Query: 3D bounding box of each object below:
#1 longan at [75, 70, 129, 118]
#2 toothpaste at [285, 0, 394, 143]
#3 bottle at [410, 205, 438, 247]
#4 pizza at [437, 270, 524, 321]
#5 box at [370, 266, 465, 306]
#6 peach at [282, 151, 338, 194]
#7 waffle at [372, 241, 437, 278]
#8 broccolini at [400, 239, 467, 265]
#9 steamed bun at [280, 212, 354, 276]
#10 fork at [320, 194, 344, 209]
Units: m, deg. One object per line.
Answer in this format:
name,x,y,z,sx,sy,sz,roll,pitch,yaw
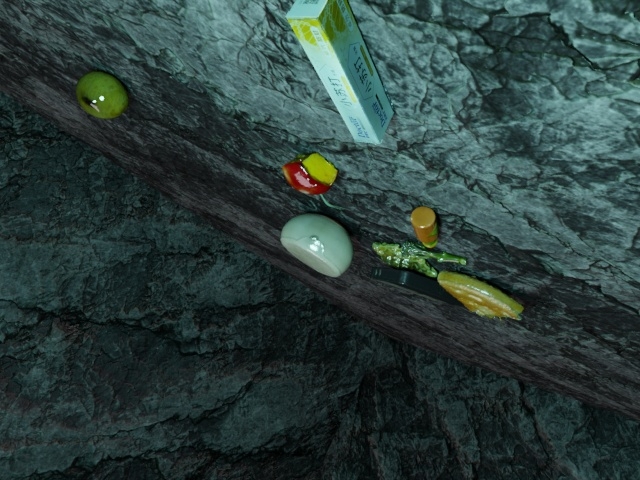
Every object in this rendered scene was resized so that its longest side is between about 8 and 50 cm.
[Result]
longan,-0.696,-0.469,1.612,0.154,0.145,0.176,58,-162,-21
toothpaste,0.046,-0.294,0.874,0.071,0.089,0.313,14,161,30
bottle,0.298,-0.028,1.404,0.069,0.069,0.187,22,167,25
pizza,0.538,0.187,1.678,0.290,0.081,0.228,22,159,27
box,0.371,0.170,1.853,0.350,0.058,0.211,20,173,-30
peach,-0.031,-0.185,1.402,0.151,0.151,0.118,7,110,57
waffle,0.300,0.078,1.809,0.204,0.054,0.223,36,164,-31
broccolini,0.360,0.038,1.593,0.216,0.058,0.067,10,-167,34
steamed bun,0.000,0.000,1.851,0.283,0.177,0.283,30,166,9
fork,-0.015,-0.156,1.642,0.235,0.021,0.039,33,163,-21
